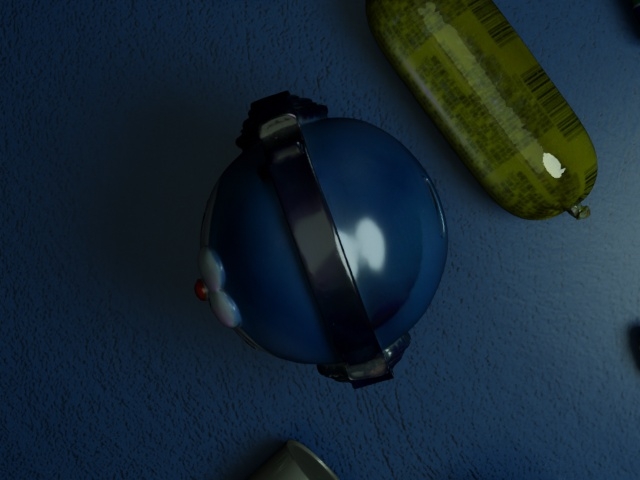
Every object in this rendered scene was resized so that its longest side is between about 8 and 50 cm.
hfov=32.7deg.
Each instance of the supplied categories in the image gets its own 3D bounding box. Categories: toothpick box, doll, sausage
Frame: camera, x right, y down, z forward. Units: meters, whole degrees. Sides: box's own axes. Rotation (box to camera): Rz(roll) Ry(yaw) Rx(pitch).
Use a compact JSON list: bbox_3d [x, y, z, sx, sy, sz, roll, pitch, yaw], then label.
[{"bbox_3d":[-0.062,0.314,1.175,0.111,0.111,0.181,45,95,2],"label":"toothpick box"},{"bbox_3d":[0.000,0.000,1.054,0.240,0.310,0.284,-19,90,5],"label":"doll"},{"bbox_3d":[0.163,-0.159,1.122,0.123,0.123,0.347,-36,88,6],"label":"sausage"}]

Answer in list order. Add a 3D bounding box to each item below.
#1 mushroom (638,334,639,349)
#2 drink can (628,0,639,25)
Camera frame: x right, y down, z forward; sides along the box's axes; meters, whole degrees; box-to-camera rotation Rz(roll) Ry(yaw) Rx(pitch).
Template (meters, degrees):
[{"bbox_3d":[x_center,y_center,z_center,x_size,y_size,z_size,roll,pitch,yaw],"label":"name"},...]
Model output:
[{"bbox_3d":[0.445,0.097,1.120,0.225,0.093,0.116,-11,112,2],"label":"mushroom"},{"bbox_3d":[0.330,-0.324,1.111,0.097,0.097,0.235,-25,91,7],"label":"drink can"}]
